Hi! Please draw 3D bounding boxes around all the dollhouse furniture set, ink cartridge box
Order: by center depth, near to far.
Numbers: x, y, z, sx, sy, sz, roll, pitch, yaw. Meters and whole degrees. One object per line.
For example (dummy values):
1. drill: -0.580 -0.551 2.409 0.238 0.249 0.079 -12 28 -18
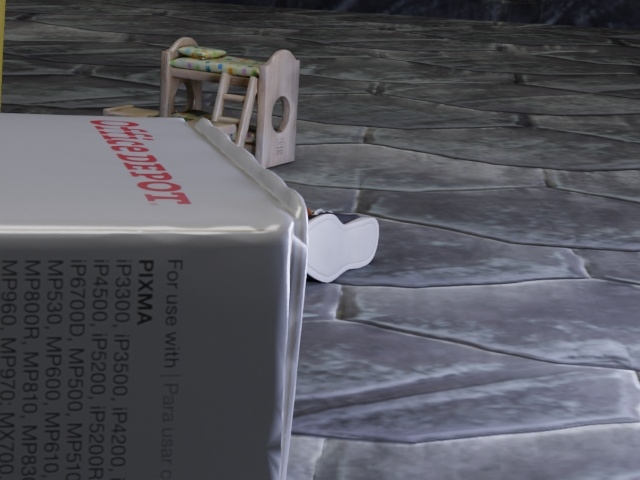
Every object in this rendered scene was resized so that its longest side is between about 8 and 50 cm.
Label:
1. ink cartridge box: -0.220 0.039 0.801 0.384 0.160 0.279 0 12 -12
2. dollhouse furniture set: -0.137 -0.121 1.681 0.182 0.101 0.161 10 14 28

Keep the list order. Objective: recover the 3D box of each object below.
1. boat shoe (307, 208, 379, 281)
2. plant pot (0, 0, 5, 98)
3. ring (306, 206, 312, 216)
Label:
1. boat shoe: 0.000 0.000 1.302 0.038 0.046 0.125 9 11 23
2. plant pot: -0.279 -0.035 1.061 0.212 0.212 0.187 1 25 -12
3. ring: -0.169 -0.030 1.429 0.336 0.032 0.336 2 13 -1
